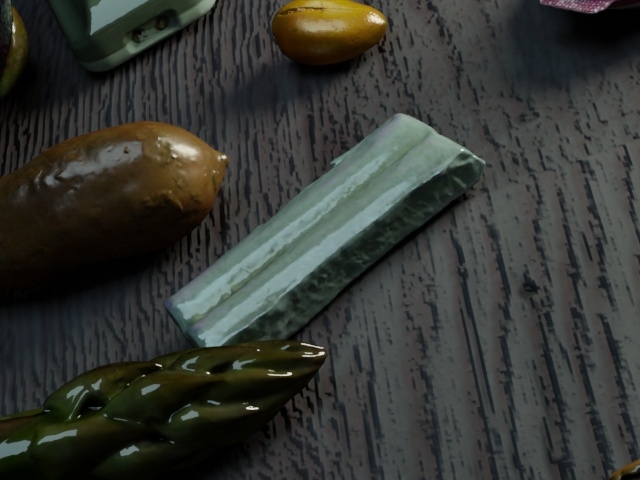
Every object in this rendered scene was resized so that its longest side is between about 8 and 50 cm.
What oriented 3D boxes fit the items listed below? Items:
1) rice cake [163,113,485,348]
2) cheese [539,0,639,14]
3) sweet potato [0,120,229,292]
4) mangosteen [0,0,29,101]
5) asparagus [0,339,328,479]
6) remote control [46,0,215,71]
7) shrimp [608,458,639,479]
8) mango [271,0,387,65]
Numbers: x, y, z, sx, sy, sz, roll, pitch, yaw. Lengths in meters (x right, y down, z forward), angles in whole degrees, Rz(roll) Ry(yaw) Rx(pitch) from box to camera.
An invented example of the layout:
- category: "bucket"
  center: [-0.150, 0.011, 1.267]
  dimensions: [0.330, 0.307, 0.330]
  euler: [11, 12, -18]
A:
- category: "rice cake"
  center: [0.000, 0.000, 1.247]
  dimensions: [0.226, 0.040, 0.085]
  euler: [-39, 39, -14]
- category: "cheese"
  center: [0.242, -0.233, 1.352]
  dimensions: [0.155, 0.062, 0.244]
  euler: [17, 55, 43]
- category: "sweet potato"
  center: [-0.203, -0.014, 1.353]
  dimensions: [0.292, 0.097, 0.097]
  euler: [-16, 38, 18]
- category: "mangosteen"
  center: [-0.364, -0.168, 1.512]
  dimensions: [0.288, 0.288, 0.288]
  euler: [-18, 38, 14]
- category: "asparagus"
  center: [-0.130, 0.116, 1.155]
  dimensions: [0.287, 0.080, 0.080]
  euler: [-21, 37, -3]
- category: "remote control"
  center: [-0.190, -0.256, 1.653]
  dimensions: [0.128, 0.065, 0.335]
  euler: [-32, 36, 0]
- category: "shrimp"
  center: [0.208, 0.143, 0.950]
  dimensions: [0.184, 0.043, 0.091]
  euler: [-11, 47, 32]
- category: "mango"
  center: [0.007, -0.156, 1.423]
  dimensions: [0.089, 0.046, 0.060]
  euler: [-4, 42, 23]
